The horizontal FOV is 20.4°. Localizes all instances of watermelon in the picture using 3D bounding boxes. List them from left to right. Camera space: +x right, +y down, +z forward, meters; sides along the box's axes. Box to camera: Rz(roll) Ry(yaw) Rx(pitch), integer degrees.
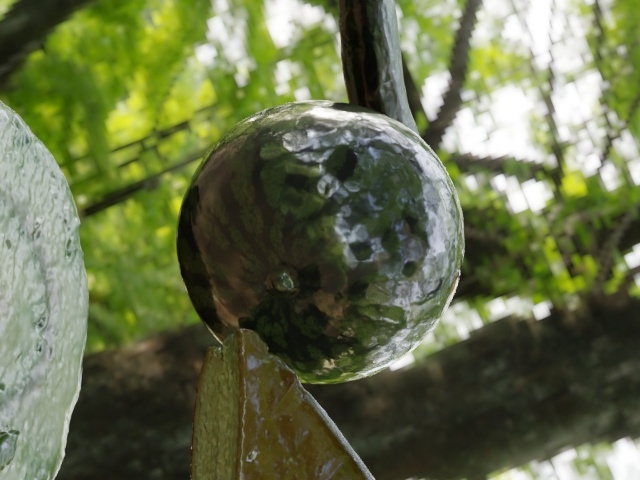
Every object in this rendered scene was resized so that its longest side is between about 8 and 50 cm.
[{"bbox_3d":[0.000,0.000,1.265,0.212,0.212,0.212,157,-90,-82],"label":"watermelon"}]

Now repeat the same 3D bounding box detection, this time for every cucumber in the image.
[{"bbox_3d":[0.054,-0.101,1.437,0.056,0.056,0.284,-125,-162,-58],"label":"cucumber"}]

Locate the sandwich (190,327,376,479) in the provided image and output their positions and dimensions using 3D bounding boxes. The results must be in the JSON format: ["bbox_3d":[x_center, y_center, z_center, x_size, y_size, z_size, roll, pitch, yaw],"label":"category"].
[{"bbox_3d":[-0.018,0.178,1.186,0.244,0.088,0.090,53,-30,-11],"label":"sandwich"}]

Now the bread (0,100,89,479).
[{"bbox_3d":[-0.317,0.052,1.450,0.366,0.129,0.382,-27,111,-67],"label":"bread"}]
